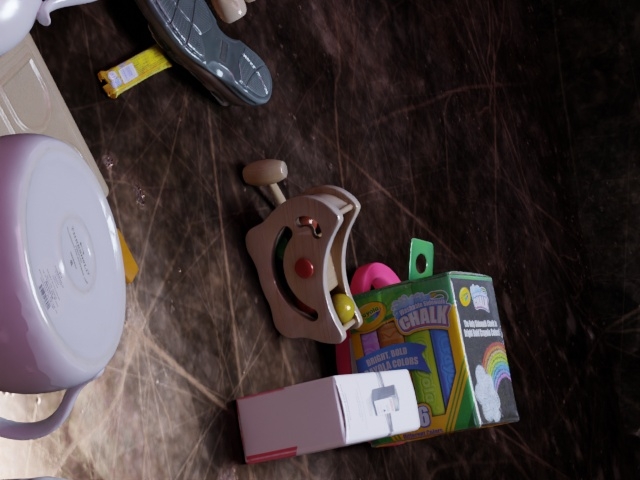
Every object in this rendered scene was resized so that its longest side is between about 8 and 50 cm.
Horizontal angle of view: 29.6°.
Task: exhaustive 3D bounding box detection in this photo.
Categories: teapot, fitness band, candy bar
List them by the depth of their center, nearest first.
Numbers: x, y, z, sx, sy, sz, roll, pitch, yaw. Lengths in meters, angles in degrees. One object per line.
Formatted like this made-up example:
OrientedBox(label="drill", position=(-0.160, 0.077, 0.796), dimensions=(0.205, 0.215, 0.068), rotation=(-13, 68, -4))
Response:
OrientedBox(label="teapot", position=(-0.303, 0.033, 1.108), dimensions=(0.252, 0.187, 0.256), rotation=(49, 32, -65))
OrientedBox(label="candy bar", position=(-0.234, -0.220, 1.548), dimensions=(0.040, 0.018, 0.161), rotation=(63, 30, -13))
OrientedBox(label="fitness band", position=(0.093, 0.179, 1.909), dimensions=(0.209, 0.054, 0.291), rotation=(34, 48, -54))

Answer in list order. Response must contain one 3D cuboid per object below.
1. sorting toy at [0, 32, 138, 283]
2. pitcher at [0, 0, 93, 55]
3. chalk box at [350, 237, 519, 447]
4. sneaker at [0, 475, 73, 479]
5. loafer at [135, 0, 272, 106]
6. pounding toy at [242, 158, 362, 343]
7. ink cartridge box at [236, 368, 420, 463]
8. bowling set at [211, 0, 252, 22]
OrientedBox(label="sorting toy", position=(-0.300, -0.046, 1.309), dimensions=(0.229, 0.041, 0.307), rotation=(-71, 144, -55))
OrientedBox(label="pitcher", position=(-0.321, -0.268, 1.269), dimensions=(0.177, 0.125, 0.207), rotation=(20, 42, -7))
OrientedBox(label="chalk box", position=(0.159, 0.144, 1.796), dimensions=(0.180, 0.179, 0.289), rotation=(10, 67, -62))
OrientedBox(label="sneaker", position=(-0.218, 0.310, 1.169), dimensions=(0.305, 0.152, 0.114), rotation=(42, 40, -47))
OrientedBox(label="loafer", position=(-0.174, -0.260, 1.623), dimensions=(0.267, 0.084, 0.096), rotation=(42, 47, -40))
OrientedBox(label="pounding toy", position=(0.000, 0.000, 1.716), dimensions=(0.155, 0.154, 0.270), rotation=(-32, 105, -61))
OrientedBox(label="ink cartridge box", position=(0.014, 0.233, 1.618), dimensions=(0.218, 0.158, 0.092), rotation=(9, 68, -60))
OrientedBox(label="bowling set", position=(-0.097, -0.448, 1.800), dimensions=(0.287, 0.200, 0.154), rotation=(-36, 108, -16))
